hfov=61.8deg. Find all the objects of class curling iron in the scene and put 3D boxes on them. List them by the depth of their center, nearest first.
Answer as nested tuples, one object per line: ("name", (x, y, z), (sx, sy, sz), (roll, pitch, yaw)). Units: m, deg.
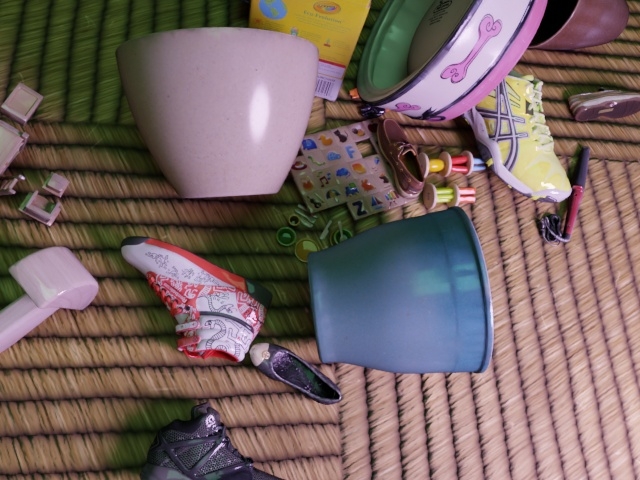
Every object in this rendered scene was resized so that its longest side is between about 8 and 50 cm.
("curling iron", (0.536, -0.104, 1.146), (0.068, 0.035, 0.274), (32, 67, 1))

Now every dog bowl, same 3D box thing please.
("dog bowl", (0.245, -0.409, 1.019), (0.150, 0.408, 0.407), (25, 66, -22))

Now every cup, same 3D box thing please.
("cup", (-0.162, -0.194, 0.907), (0.331, 0.331, 0.236), (-4, 97, -14))

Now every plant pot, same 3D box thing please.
("plant pot", (0.112, 0.092, 0.873), (0.255, 0.271, 0.271), (-6, 71, 1))
("plant pot", (0.596, -0.535, 1.245), (0.231, 0.215, 0.215), (4, 69, -27))

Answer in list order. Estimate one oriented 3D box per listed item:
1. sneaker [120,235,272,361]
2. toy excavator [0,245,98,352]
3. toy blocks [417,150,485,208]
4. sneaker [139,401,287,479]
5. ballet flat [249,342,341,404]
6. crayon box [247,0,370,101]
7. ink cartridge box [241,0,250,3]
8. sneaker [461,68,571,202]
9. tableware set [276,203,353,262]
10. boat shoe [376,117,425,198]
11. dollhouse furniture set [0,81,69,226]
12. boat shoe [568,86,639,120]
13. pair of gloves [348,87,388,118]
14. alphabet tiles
("sneaker", (-0.225, 0.102, 0.876), (0.270, 0.090, 0.144), (24, 65, -6))
("toy excavator", (-0.574, 0.193, 0.714), (0.222, 0.445, 0.433), (47, 109, 6))
("toy blocks", (0.280, -0.125, 1.088), (0.148, 0.054, 0.123), (-5, 71, -14))
("sneaker", (-0.143, 0.326, 0.813), (0.228, 0.087, 0.130), (16, 74, 0))
("ballet flat", (-0.038, 0.216, 0.883), (0.173, 0.049, 0.057), (31, 65, -12))
("crayon box", (-0.027, -0.402, 0.981), (0.202, 0.318, 0.081), (13, 68, -8))
("ink cartridge box", (-0.034, -0.614, 1.120), (0.270, 0.151, 0.395), (9, 66, -25))
("sneaker", (0.394, -0.249, 1.092), (0.145, 0.147, 0.384), (-25, 78, -44))
("tableware set", (0.000, 0.000, 0.998), (0.154, 0.024, 0.104), (31, 67, 0))
("boat shoe", (0.166, -0.173, 1.068), (0.064, 0.060, 0.177), (-11, 72, -23))
("dollhouse furniture set", (-0.498, -0.139, 0.925), (0.161, 0.101, 0.181), (34, 64, -25))
("boat shoe", (0.668, -0.329, 1.245), (0.190, 0.068, 0.072), (-6, 60, -14))
("pair of gloves", (0.105, -0.298, 1.138), (0.074, 0.010, 0.083), (-25, 80, -21))
("alphabet tiles", (0.059, -0.136, 1.056), (0.237, 0.009, 0.198), (-19, 76, -24))
